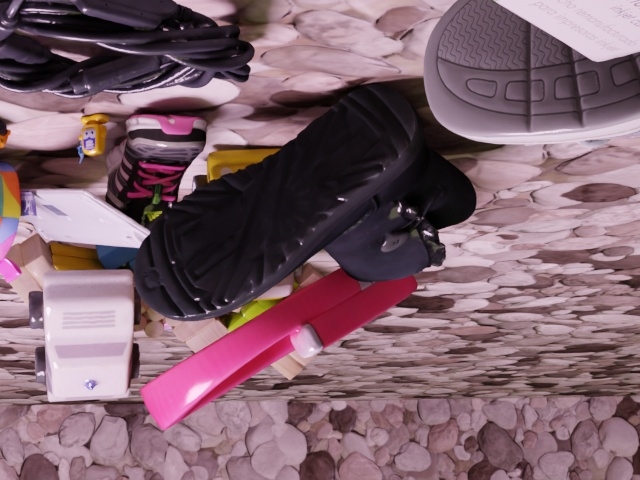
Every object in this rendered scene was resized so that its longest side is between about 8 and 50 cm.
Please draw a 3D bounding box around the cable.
[{"bbox_3d":[-0.128,-0.112,0.794,0.184,0.047,0.150,7,164,-37],"label":"cable"}]

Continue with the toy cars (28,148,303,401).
[{"bbox_3d":[-0.136,0.060,1.163,0.393,0.087,0.176,-33,138,28],"label":"toy cars"}]

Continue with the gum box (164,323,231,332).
[{"bbox_3d":[-0.094,0.071,1.557,0.188,0.062,0.107,-6,167,17],"label":"gum box"}]

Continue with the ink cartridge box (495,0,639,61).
[{"bbox_3d":[0.198,-0.175,0.410,0.353,0.119,0.207,-12,164,37],"label":"ink cartridge box"}]

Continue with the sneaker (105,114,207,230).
[{"bbox_3d":[-0.128,-0.047,1.011,0.063,0.075,0.170,4,166,-23],"label":"sneaker"}]

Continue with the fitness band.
[{"bbox_3d":[-0.032,0.085,1.178,0.209,0.054,0.291,-33,175,41],"label":"fitness band"}]

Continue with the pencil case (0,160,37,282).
[{"bbox_3d":[-0.342,-0.029,1.008,0.236,0.104,0.104,9,163,-37],"label":"pencil case"}]

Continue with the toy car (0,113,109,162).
[{"bbox_3d":[-0.220,-0.074,0.959,0.122,0.041,0.060,-4,167,10],"label":"toy car"}]

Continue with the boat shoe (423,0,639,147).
[{"bbox_3d":[0.211,-0.113,0.696,0.320,0.118,0.103,-16,156,25],"label":"boat shoe"}]

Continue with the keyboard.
[{"bbox_3d":[-0.207,-0.021,1.069,0.072,0.014,0.256,41,162,-24],"label":"keyboard"}]

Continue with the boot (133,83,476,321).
[{"bbox_3d":[0.000,0.000,1.016,0.246,0.094,0.207,-36,154,4],"label":"boot"}]

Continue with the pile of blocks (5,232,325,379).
[{"bbox_3d":[-0.138,0.025,1.319,0.362,0.113,0.149,14,116,-27],"label":"pile of blocks"}]
